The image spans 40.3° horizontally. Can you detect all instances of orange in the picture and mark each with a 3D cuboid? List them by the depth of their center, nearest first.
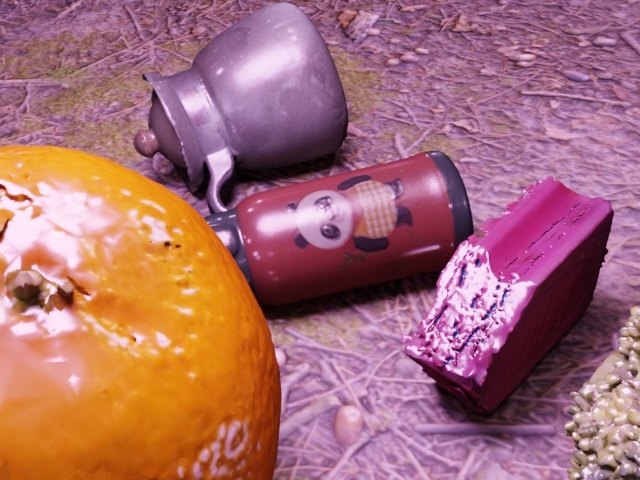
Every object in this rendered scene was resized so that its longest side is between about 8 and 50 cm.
[{"bbox_3d":[-0.229,0.115,0.692,0.423,0.326,0.424,14,48,-17],"label":"orange"}]

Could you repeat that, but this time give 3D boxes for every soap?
[{"bbox_3d":[0.189,0.064,0.893,0.099,0.162,0.250,31,52,30],"label":"soap"}]

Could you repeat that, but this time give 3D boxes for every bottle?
[{"bbox_3d":[0.000,0.000,1.019,0.336,0.144,0.144,-14,38,-6],"label":"bottle"}]

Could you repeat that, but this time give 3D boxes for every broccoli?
[{"bbox_3d":[0.338,0.147,0.715,0.288,0.235,0.260,22,31,-24],"label":"broccoli"}]

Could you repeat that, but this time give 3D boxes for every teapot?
[{"bbox_3d":[-0.113,-0.149,1.223,0.285,0.305,0.223,-23,4,-11],"label":"teapot"}]
